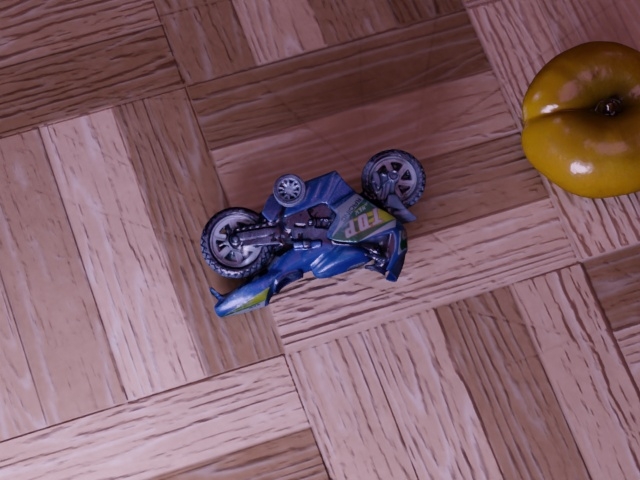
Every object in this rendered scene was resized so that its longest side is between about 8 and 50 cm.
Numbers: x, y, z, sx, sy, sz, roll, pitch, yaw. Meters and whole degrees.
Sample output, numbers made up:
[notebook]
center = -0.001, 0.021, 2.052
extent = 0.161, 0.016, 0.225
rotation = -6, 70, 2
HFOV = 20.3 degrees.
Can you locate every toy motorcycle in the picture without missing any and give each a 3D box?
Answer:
[toy motorcycle]
center = 0.000, 0.000, 1.853
extent = 0.254, 0.092, 0.135
rotation = -20, 77, -3

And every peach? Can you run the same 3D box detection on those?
[peach]
center = 0.299, -0.129, 1.923
extent = 0.179, 0.103, 0.179
rotation = 0, 65, 0
